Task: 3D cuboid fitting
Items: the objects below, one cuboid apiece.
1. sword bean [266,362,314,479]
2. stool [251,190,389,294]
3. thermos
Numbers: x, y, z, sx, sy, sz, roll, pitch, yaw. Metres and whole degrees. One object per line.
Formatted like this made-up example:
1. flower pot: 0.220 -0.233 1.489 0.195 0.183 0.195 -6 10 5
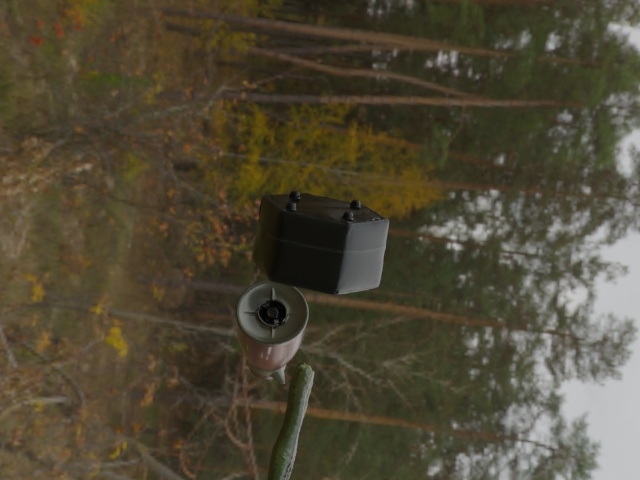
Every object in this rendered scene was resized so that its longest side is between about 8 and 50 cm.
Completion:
1. sword bean: -0.054 0.308 1.206 0.043 0.038 0.269 29 76 -72
2. stool: 0.000 0.000 1.457 0.232 0.232 0.141 -99 -161 -76
3. thermos: -0.115 0.198 1.786 0.176 0.146 0.265 58 -21 23
